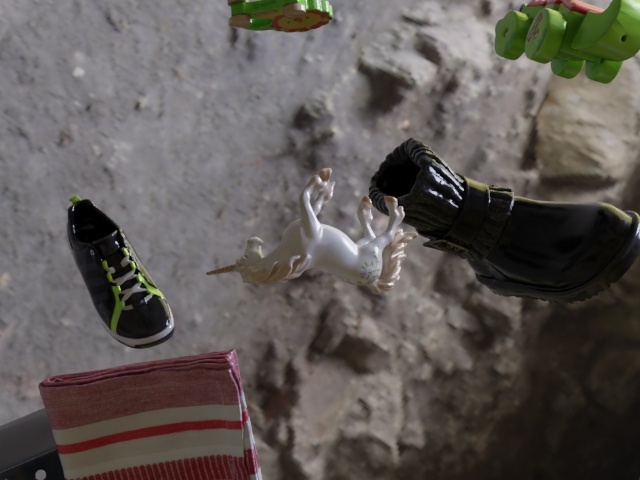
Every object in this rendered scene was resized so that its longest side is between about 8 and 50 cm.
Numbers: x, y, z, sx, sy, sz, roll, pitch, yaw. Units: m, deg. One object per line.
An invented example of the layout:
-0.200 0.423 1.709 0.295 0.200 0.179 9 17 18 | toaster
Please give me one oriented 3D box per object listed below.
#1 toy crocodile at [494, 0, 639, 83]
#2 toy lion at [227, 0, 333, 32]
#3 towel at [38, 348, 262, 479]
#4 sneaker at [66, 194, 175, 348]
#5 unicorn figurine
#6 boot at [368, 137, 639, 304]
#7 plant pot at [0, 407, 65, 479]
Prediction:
0.313 -0.271 1.650 0.340 0.115 0.105 -136 -118 -76 | toy crocodile
-0.040 -0.243 1.374 0.096 0.100 0.034 25 58 -71 | toy lion
-0.186 0.299 1.534 0.037 0.237 0.329 -87 166 -71 | towel
-0.268 0.037 1.621 0.084 0.235 0.097 -31 150 -17 | sneaker
0.000 0.000 1.070 0.060 0.162 0.111 132 -23 -77 | unicorn figurine
0.236 -0.034 1.692 0.260 0.348 0.131 38 66 -21 | boot
-0.383 0.340 1.690 0.188 0.167 0.187 -20 95 -28 | plant pot
